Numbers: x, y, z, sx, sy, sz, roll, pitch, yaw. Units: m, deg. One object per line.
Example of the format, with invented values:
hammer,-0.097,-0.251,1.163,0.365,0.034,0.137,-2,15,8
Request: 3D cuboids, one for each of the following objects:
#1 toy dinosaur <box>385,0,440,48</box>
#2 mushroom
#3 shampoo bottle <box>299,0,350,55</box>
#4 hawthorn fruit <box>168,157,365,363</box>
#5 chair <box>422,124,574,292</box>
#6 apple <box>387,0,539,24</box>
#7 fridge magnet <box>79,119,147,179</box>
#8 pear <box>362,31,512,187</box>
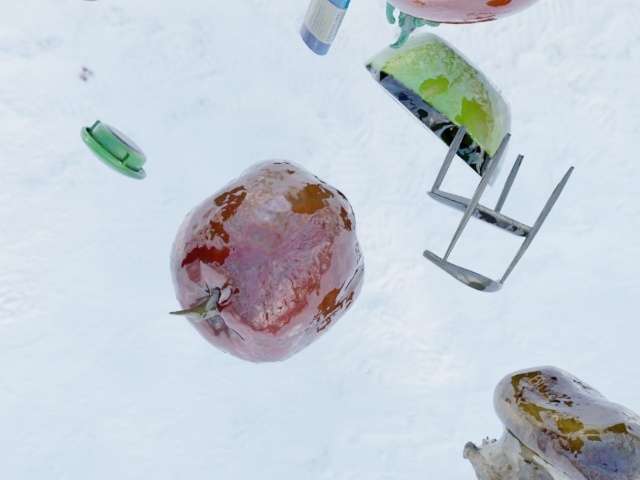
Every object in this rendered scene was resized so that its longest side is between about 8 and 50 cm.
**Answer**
toy dinosaur,0.134,-0.350,1.038,0.096,0.132,0.059,-19,55,-28
mushroom,0.426,0.381,1.146,0.345,0.345,0.259,43,86,10
shampoo bottle,0.014,-0.457,1.339,0.050,0.183,0.087,-20,67,-32
hawthorn fruit,-0.065,0.028,0.883,0.258,0.258,0.262,15,65,5
chair,0.304,-0.055,1.270,0.188,0.166,0.272,21,96,-24
apple,0.151,-0.362,0.764,0.241,0.242,0.242,0,74,39
fridge magnet,-0.546,-0.239,1.821,0.208,0.208,0.088,42,94,9
pear,0.286,-0.309,1.493,0.399,0.399,0.165,44,102,10
